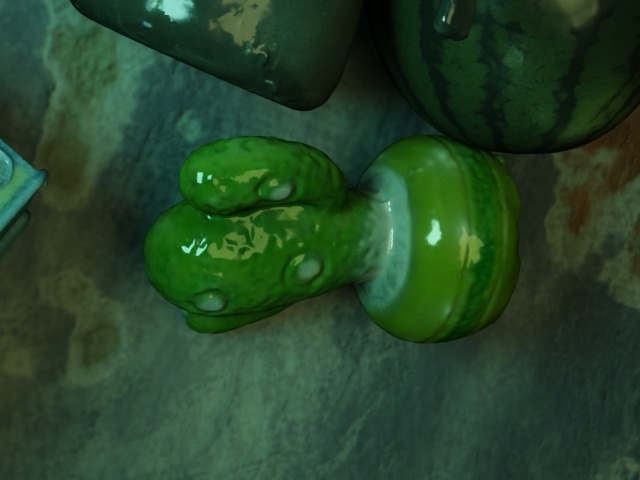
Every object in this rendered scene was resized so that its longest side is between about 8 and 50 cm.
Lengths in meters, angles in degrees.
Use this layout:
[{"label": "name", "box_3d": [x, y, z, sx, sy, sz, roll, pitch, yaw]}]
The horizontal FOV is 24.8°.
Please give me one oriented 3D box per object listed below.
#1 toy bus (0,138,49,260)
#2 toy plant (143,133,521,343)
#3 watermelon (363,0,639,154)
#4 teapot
[{"label": "toy bus", "box_3d": [-0.355, 0.024, 0.997, 0.190, 0.152, 0.312, 43, 61, -12]}, {"label": "toy plant", "box_3d": [0.000, 0.000, 1.248, 0.315, 0.184, 0.224, 2, 140, -25]}, {"label": "watermelon", "box_3d": [0.172, -0.252, 1.213, 0.279, 0.279, 0.359, 2, 92, -30]}, {"label": "teapot", "box_3d": [-0.028, -0.255, 1.076, 0.223, 0.305, 0.285, 21, 95, -29]}]
